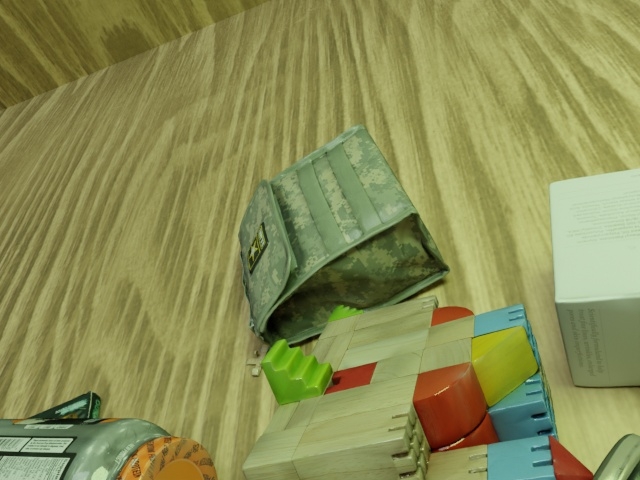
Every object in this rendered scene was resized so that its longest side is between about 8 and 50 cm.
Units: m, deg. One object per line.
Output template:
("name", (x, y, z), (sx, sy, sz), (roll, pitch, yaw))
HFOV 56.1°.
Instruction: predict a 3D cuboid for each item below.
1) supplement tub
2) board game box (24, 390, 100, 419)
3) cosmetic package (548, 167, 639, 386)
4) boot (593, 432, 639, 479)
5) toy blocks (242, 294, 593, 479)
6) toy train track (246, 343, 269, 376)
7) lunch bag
("supplement tub", (-0.288, 0.303, 0.688), (0.316, 0.193, 0.193), (-7, 43, 24))
("board game box", (-0.421, 0.311, 0.893), (0.186, 0.026, 0.126), (-23, 38, 7))
("cosmetic package", (0.337, 0.038, 0.645), (0.152, 0.151, 0.183), (-8, 41, 26))
("boot", (0.272, 0.332, 0.360), (0.284, 0.138, 0.377), (8, 54, 38))
("toy blocks", (0.105, 0.152, 0.589), (0.261, 0.190, 0.381), (-18, 12, 20))
("toy train track", (-0.084, 0.158, 0.873), (0.048, 0.014, 0.083), (-6, 42, 25))
("lunch bag", (0.000, 0.000, 0.885), (0.287, 0.169, 0.235), (-30, 41, 9))
